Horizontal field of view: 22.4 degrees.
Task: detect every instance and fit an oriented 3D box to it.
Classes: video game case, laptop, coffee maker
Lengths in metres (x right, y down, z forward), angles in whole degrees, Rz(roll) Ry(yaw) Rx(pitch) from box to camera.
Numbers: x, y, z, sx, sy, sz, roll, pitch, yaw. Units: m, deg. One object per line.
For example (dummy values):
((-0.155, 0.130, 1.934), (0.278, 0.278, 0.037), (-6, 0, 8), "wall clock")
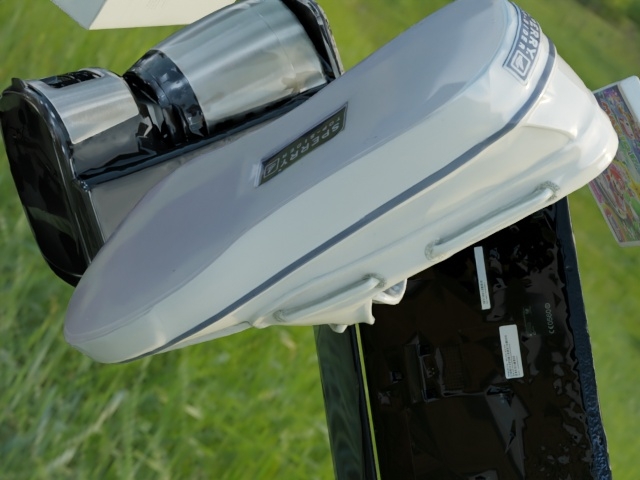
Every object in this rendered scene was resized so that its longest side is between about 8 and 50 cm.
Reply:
((0.159, -0.038, 0.836), (0.087, 0.011, 0.122), (63, -8, -2), "video game case")
((0.089, 0.093, 1.181), (0.136, 0.264, 0.234), (-1, 81, -64), "laptop")
((-0.068, -0.037, 0.899), (0.178, 0.120, 0.171), (-27, 89, -25), "coffee maker")

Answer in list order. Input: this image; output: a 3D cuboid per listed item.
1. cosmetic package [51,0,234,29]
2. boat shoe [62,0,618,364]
((-0.174, -0.283, 1.258), (0.224, 0.138, 0.224), (40, 22, 13), "cosmetic package")
((0.000, 0.000, 0.649), (0.084, 0.258, 0.095), (41, 43, -27), "boat shoe")
